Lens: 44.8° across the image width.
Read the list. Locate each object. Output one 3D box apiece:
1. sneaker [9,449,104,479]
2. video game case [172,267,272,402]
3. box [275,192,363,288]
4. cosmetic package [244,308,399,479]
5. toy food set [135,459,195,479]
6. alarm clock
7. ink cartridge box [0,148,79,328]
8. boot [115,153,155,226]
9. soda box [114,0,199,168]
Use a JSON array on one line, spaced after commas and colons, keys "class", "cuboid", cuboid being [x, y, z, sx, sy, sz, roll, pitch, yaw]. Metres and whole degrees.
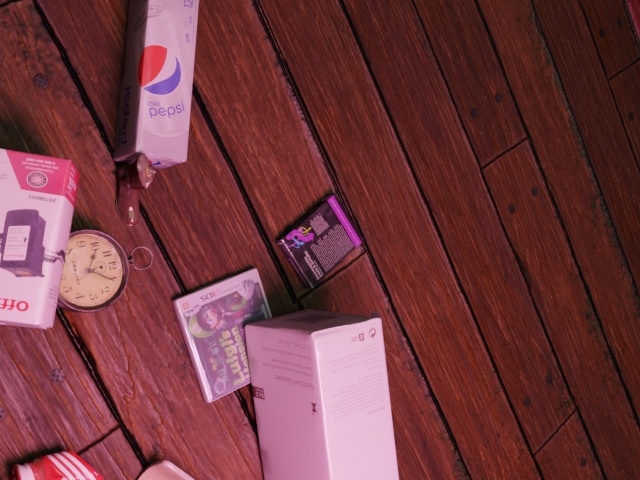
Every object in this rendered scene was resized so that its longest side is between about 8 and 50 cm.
[{"class": "sneaker", "cuboid": [-0.370, 0.421, 1.159, 0.128, 0.087, 0.221, -16, 97, -35]}, {"class": "video game case", "cuboid": [-0.157, 0.165, 1.376, 0.173, 0.022, 0.190, -22, 99, -35]}, {"class": "box", "cuboid": [0.000, 0.000, 1.502, 0.162, 0.029, 0.116, -42, 109, -32]}, {"class": "cosmetic package", "cuboid": [0.005, 0.324, 1.348, 0.156, 0.217, 0.384, -9, 94, -37]}, {"class": "toy food set", "cuboid": [-0.251, 0.537, 1.223, 0.220, 0.092, 0.306, 45, 59, -25]}, {"class": "alarm clock", "cuboid": [-0.353, 0.044, 1.217, 0.192, 0.064, 0.129, -13, 93, -33]}, {"class": "ink cartridge box", "cuboid": [-0.451, -0.003, 1.092, 0.172, 0.100, 0.237, 9, 80, -9]}, {"class": "boot", "cuboid": [-0.292, -0.078, 1.240, 0.037, 0.114, 0.106, -14, 94, -36]}, {"class": "soda box", "cuboid": [-0.271, -0.268, 1.285, 0.091, 0.098, 0.286, 9, 81, -35]}]
